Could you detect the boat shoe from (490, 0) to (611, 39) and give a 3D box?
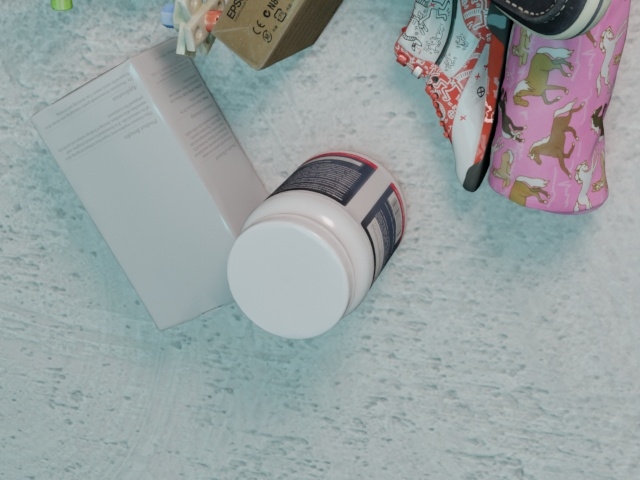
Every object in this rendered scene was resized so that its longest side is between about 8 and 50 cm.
[{"bbox_3d":[0.128,-0.403,1.096,0.500,0.156,0.186,55,146,20],"label":"boat shoe"}]

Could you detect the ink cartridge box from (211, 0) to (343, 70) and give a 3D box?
[{"bbox_3d":[-0.016,-0.347,1.263,0.088,0.193,0.234,38,120,4],"label":"ink cartridge box"}]

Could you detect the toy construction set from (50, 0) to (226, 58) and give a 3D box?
[{"bbox_3d":[-0.256,-0.366,1.331,0.328,0.215,0.151,22,120,12],"label":"toy construction set"}]

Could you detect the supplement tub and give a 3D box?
[{"bbox_3d":[0.000,0.000,1.369,0.191,0.272,0.191,8,115,17],"label":"supplement tub"}]

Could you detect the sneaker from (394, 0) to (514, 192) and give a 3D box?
[{"bbox_3d":[0.170,-0.206,1.321,0.145,0.090,0.270,12,113,16],"label":"sneaker"}]

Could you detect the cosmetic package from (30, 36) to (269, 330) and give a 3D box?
[{"bbox_3d":[-0.228,-0.080,1.490,0.217,0.156,0.385,-21,106,27],"label":"cosmetic package"}]

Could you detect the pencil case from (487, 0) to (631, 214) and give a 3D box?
[{"bbox_3d":[0.303,-0.229,1.213,0.160,0.167,0.386,1,115,-3],"label":"pencil case"}]
